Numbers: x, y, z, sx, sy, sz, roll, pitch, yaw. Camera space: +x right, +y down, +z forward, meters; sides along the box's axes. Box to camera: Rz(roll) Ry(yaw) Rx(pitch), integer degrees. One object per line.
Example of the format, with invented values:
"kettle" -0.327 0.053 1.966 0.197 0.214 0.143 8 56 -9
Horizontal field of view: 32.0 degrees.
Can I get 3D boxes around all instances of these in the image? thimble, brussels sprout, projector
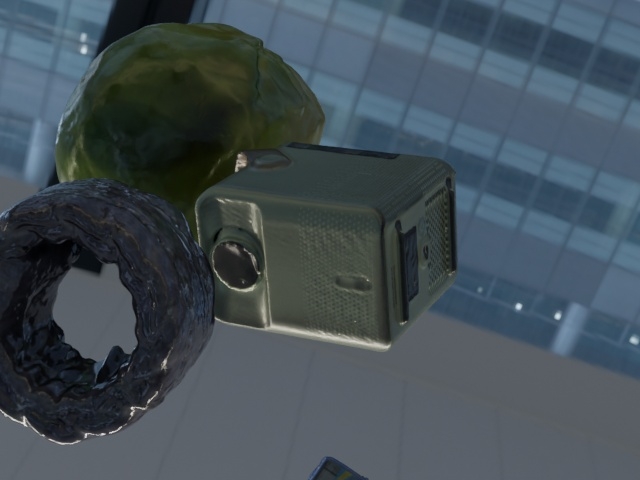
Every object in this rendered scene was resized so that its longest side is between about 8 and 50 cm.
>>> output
"thimble" -0.139 0.039 0.665 0.150 0.150 0.098 22 -166 5
"brussels sprout" -0.165 -0.117 1.378 0.268 0.344 0.344 11 -168 42
"projector" 0.000 0.000 1.115 0.243 0.163 0.177 10 -155 28

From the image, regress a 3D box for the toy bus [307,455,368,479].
"toy bus" -0.015 0.265 0.985 0.061 0.153 0.051 35 165 7
